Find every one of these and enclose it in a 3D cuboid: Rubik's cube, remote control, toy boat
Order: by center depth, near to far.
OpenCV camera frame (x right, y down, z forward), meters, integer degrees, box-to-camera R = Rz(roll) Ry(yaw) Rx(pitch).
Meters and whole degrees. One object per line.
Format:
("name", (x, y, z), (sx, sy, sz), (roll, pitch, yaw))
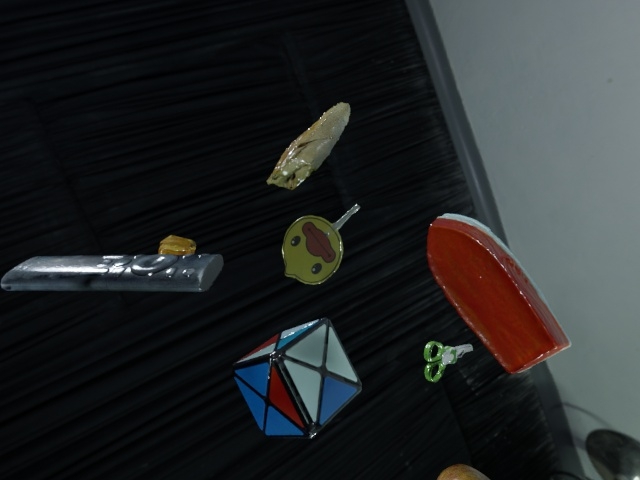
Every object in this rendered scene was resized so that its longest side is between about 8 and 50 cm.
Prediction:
("remote control", (-0.367, 0.056, 0.767), (0.107, 0.377, 0.044), (-72, -22, -60))
("toy boat", (0.324, 0.079, 0.831), (0.145, 0.133, 0.332), (-46, 64, 32))
("Rubik's cube", (-0.068, 0.402, 1.262), (0.248, 0.250, 0.246), (-27, 89, 42))

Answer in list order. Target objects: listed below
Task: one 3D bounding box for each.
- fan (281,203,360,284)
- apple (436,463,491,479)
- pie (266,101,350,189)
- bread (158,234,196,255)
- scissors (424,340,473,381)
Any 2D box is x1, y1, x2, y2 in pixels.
("fan", (0.000, 0.000, 1.394), (0.230, 0.335, 0.011), (50, -169, 24))
("apple", (0.255, 0.424, 0.620), (0.195, 0.160, 0.173), (1, 106, 37))
("pie", (-0.013, -0.195, 0.872), (0.128, 0.282, 0.068), (-28, 115, 39))
("bread", (-0.317, 0.020, 0.958), (0.132, 0.074, 0.053), (-161, 82, -79))
("scissors", (0.342, 0.303, 1.142), (0.027, 0.204, 0.101), (3, 96, 49))
